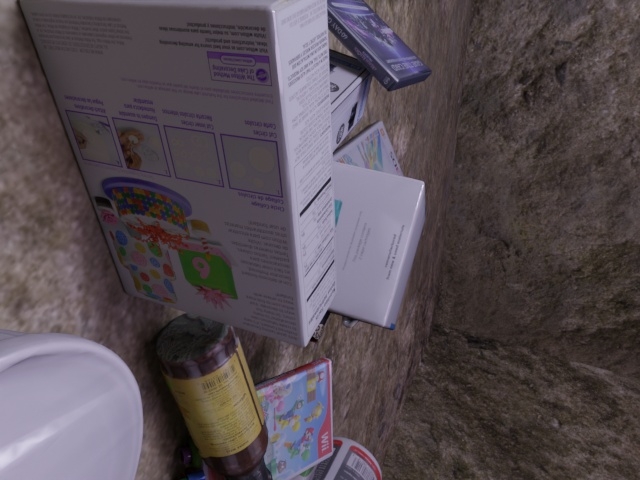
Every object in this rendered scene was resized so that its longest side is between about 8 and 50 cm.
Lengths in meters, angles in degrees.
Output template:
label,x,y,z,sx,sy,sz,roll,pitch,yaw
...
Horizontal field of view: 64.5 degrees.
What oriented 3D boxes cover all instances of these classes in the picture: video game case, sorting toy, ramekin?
label,x,y,z,sx,sy,sz,roll,pitch,yaw
video game case,-0.088,0.346,0.903,0.285,0.025,0.204,-11,104,-42
video game case,0.042,-0.333,0.747,0.026,0.274,0.196,-43,178,32
sorting toy,-0.208,0.356,0.781,0.042,0.061,0.102,-4,101,-32
ramekin,-0.277,0.191,0.389,0.273,0.127,0.273,14,90,-69
video game case,0.132,-0.098,1.194,0.329,0.036,0.300,-45,115,-51

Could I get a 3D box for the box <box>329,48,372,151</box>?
label,x,y,z,sx,sy,sz,roll,pitch,yaw
box,-0.058,-0.165,0.658,0.290,0.169,0.087,-53,163,-44

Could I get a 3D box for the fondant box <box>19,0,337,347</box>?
label,x,y,z,sx,sy,sz,roll,pitch,yaw
fondant box,-0.113,-0.067,0.497,0.096,0.238,0.331,-54,149,-48

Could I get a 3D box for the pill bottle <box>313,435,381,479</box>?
label,x,y,z,sx,sy,sz,roll,pitch,yaw
pill bottle,0.005,0.704,1.296,0.363,0.210,0.210,-44,141,-54

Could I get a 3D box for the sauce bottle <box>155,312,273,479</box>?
label,x,y,z,sx,sy,sz,roll,pitch,yaw
sauce bottle,-0.139,0.264,0.743,0.111,0.111,0.345,-50,137,-50

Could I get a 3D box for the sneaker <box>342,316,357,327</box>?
label,x,y,z,sx,sy,sz,roll,pitch,yaw
sneaker,0.064,0.104,1.045,0.095,0.090,0.235,-51,148,-17

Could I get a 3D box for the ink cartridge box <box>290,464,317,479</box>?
label,x,y,z,sx,sy,sz,roll,pitch,yaw
ink cartridge box,-0.072,0.516,1.091,0.220,0.092,0.160,-67,165,0

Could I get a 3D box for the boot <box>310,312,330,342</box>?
label,x,y,z,sx,sy,sz,roll,pitch,yaw
boot,-0.013,0.103,1.069,0.179,0.085,0.236,-65,155,-21

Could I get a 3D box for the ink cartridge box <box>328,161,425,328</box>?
label,x,y,z,sx,sy,sz,roll,pitch,yaw
ink cartridge box,0.000,0.000,0.758,0.198,0.269,0.197,42,64,-73
